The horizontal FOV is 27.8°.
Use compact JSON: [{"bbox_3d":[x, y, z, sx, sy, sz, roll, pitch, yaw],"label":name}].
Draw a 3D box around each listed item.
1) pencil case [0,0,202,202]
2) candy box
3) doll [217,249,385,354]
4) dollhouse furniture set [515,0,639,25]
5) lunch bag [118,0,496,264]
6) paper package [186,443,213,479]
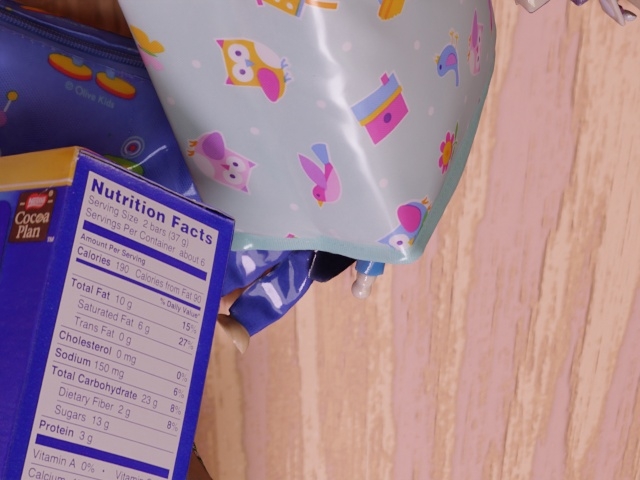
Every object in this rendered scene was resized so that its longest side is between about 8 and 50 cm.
[{"bbox_3d":[-0.193,-0.088,0.730,0.306,0.119,0.133,19,139,-33],"label":"pencil case"},{"bbox_3d":[-0.203,0.124,0.670,0.122,0.268,0.317,29,64,-46],"label":"candy box"},{"bbox_3d":[0.000,0.000,0.923,0.189,0.046,0.129,-38,120,-2],"label":"doll"},{"bbox_3d":[0.201,-0.147,0.863,0.091,0.114,0.081,-36,134,1],"label":"dollhouse furniture set"},{"bbox_3d":[0.015,-0.153,0.731,0.160,0.262,0.223,4,134,29],"label":"lunch bag"},{"bbox_3d":[-0.214,0.307,0.951,0.309,0.168,0.325,-15,126,-21],"label":"paper package"}]
